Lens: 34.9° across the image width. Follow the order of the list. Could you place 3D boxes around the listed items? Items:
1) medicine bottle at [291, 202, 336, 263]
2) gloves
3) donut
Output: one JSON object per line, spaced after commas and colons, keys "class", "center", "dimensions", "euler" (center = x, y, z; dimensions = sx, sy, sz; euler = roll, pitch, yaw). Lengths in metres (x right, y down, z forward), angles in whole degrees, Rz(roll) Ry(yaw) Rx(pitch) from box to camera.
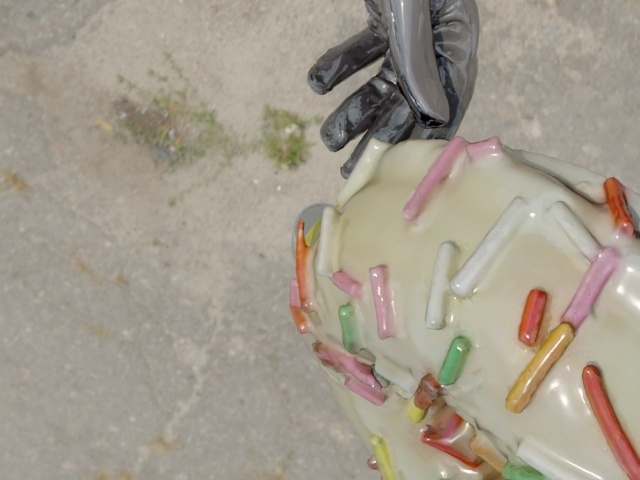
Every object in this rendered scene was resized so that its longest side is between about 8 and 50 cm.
{"class": "medicine bottle", "center": [0.000, 0.000, 1.022], "dimensions": [0.058, 0.058, 0.091], "euler": [18, 167, 1]}
{"class": "gloves", "center": [0.053, -0.174, 0.724], "dimensions": [0.119, 0.142, 0.285], "euler": [-2, 105, -9]}
{"class": "donut", "center": [0.128, 0.110, 0.623], "dimensions": [0.382, 0.142, 0.382], "euler": [43, 161, 19]}
